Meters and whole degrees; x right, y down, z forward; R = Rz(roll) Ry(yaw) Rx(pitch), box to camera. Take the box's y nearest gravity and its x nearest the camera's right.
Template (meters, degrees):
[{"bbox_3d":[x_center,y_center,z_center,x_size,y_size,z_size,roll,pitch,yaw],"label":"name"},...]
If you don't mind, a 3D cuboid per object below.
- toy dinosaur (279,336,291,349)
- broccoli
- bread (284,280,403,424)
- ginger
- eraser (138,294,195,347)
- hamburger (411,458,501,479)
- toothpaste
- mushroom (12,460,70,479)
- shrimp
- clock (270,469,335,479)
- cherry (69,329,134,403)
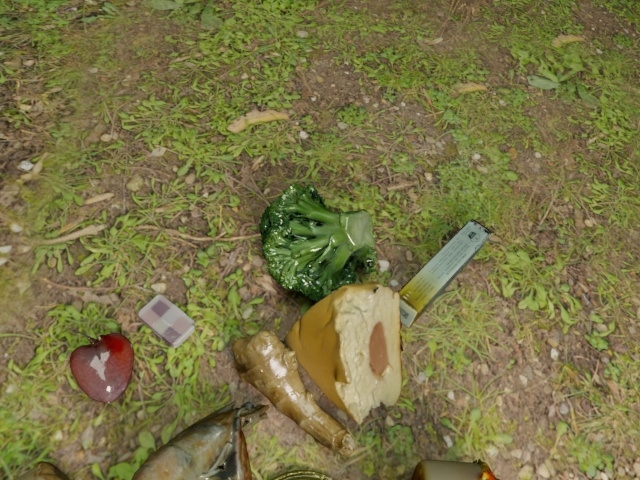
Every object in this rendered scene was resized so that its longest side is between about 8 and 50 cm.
[{"bbox_3d":[-0.070,0.227,0.911,0.083,0.030,0.047,37,61,11],"label":"toy dinosaur"},{"bbox_3d":[0.000,0.000,0.959,0.262,0.242,0.269,-15,91,-40],"label":"broccoli"},{"bbox_3d":[0.084,0.192,0.846,0.184,0.211,0.224,-10,52,-41],"label":"bread"},{"bbox_3d":[-0.047,0.280,0.832,0.294,0.131,0.086,41,24,13],"label":"ginger"},{"bbox_3d":[-0.310,0.163,0.906,0.105,0.026,0.065,37,56,12],"label":"eraser"},{"bbox_3d":[0.207,0.479,0.673,0.179,0.276,0.294,17,61,12],"label":"hamburger"},{"bbox_3d":[0.283,0.068,1.047,0.071,0.089,0.313,39,60,21],"label":"toothpaste"},{"bbox_3d":[-0.534,0.463,0.645,0.351,0.095,0.123,-27,48,-25],"label":"mushroom"},{"bbox_3d":[-0.161,0.361,0.710,0.168,0.077,0.317,41,30,16],"label":"shrimp"},{"bbox_3d":[-0.027,0.506,0.736,0.237,0.057,0.237,4,59,-7],"label":"clock"},{"bbox_3d":[-0.398,0.228,0.814,0.106,0.087,0.126,4,77,-17],"label":"cherry"}]
